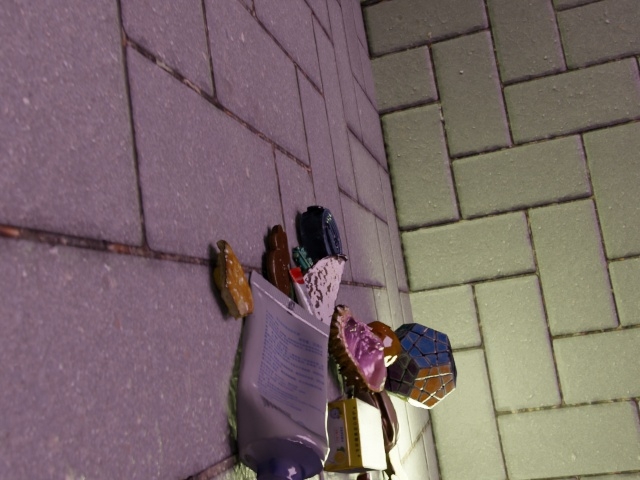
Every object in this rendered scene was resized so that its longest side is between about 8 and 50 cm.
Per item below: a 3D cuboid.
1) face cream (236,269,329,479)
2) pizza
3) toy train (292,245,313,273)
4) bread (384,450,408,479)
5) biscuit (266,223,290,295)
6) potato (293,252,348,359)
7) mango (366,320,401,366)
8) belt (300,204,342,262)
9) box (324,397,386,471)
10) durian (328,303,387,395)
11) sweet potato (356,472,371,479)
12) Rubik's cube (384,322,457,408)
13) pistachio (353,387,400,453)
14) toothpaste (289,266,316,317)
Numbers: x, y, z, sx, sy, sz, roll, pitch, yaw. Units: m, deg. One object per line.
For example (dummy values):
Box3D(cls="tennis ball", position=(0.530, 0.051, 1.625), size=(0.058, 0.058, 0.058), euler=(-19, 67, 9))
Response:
Box3D(cls="face cream", position=(-0.062, 0.262, 1.210), size=(0.235, 0.137, 0.420), euler=(38, 33, -28))
Box3D(cls="pizza", position=(-0.159, 0.079, 1.160), size=(0.099, 0.035, 0.160), euler=(-79, 154, -56))
Box3D(cls="toy train", position=(-0.045, 0.052, 1.630), size=(0.092, 0.029, 0.045), euler=(59, 41, -45))
Box3D(cls="bread", position=(0.229, 0.765, 2.108), size=(0.149, 0.065, 0.187), euler=(70, 17, 6))
Box3D(cls="biscuit", position=(-0.094, 0.050, 1.443), size=(0.124, 0.026, 0.175), euler=(65, 20, -53))
Box3D(cls="potato", position=(-0.026, 0.149, 1.560), size=(0.120, 0.100, 0.261), euler=(22, 69, -21))
Box3D(cls="mango", position=(0.187, 0.346, 2.110), size=(0.156, 0.151, 0.249), euler=(-65, 163, -10))
Box3D(cls="belt", position=(0.000, 0.000, 1.727), size=(0.141, 0.082, 0.190), euler=(-76, 153, -52))
Box3D(cls="box", position=(0.086, 0.504, 1.663), size=(0.265, 0.097, 0.168), euler=(46, 36, -64))
Box3D(cls="durian", position=(0.084, 0.317, 1.788), size=(0.341, 0.112, 0.191), euler=(49, 42, -48))
Box3D(cls="sweet potato", position=(0.117, 0.686, 1.770), size=(0.049, 0.049, 0.117), euler=(8, 83, -75))
Box3D(cls="Rubik's cube", position=(0.350, 0.452, 2.366), size=(0.264, 0.319, 0.319), euler=(103, -7, -47))
Box3D(cls="pistachio", position=(0.159, 0.515, 1.895), size=(0.152, 0.126, 0.223), euler=(174, -101, -71))
Box3D(cls="toothpaste", position=(-0.031, 0.153, 1.480), size=(0.048, 0.031, 0.190), euler=(-10, 82, -60))
